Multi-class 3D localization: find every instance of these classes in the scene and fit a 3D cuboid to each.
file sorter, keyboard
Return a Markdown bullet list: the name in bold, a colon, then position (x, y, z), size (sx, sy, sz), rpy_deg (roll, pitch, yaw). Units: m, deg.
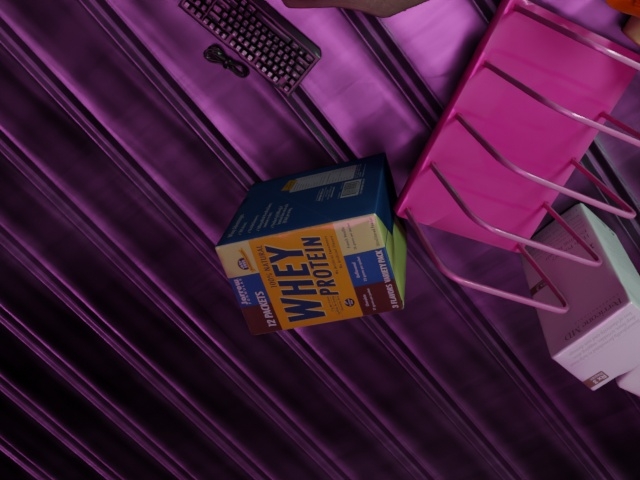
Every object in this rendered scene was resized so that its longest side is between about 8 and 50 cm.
- **file sorter**: position (0.256, -0.089, 0.754), size (0.202, 0.182, 0.290), rpy_deg (16, 116, -21)
- **keyboard**: position (-0.099, -0.258, 0.849), size (0.180, 0.023, 0.108), rpy_deg (38, 117, -12)

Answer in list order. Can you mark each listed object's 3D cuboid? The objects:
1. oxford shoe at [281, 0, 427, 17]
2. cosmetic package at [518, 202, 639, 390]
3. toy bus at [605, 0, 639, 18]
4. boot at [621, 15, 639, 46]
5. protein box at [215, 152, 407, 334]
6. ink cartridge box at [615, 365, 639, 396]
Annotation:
- **oxford shoe**: position (0.113, -0.326, 0.749), size (0.348, 0.123, 0.130), rpy_deg (2, 151, 2)
- **cosmetic package**: position (0.339, 0.063, 0.840), size (0.085, 0.231, 0.117), rpy_deg (37, 117, -15)
- **toy bus**: position (0.370, -0.359, 0.645), size (0.211, 0.149, 0.220), rpy_deg (-46, 134, -11)
- **boot**: position (0.516, -0.273, 0.716), size (0.236, 0.089, 0.269), rpy_deg (38, 117, 2)
- **protein box**: position (0.000, 0.000, 0.875), size (0.201, 0.200, 0.136), rpy_deg (-12, 116, 15)
- **ink cartridge box**: position (0.565, 0.110, 0.897), size (0.211, 0.121, 0.289), rpy_deg (25, 120, -5)
